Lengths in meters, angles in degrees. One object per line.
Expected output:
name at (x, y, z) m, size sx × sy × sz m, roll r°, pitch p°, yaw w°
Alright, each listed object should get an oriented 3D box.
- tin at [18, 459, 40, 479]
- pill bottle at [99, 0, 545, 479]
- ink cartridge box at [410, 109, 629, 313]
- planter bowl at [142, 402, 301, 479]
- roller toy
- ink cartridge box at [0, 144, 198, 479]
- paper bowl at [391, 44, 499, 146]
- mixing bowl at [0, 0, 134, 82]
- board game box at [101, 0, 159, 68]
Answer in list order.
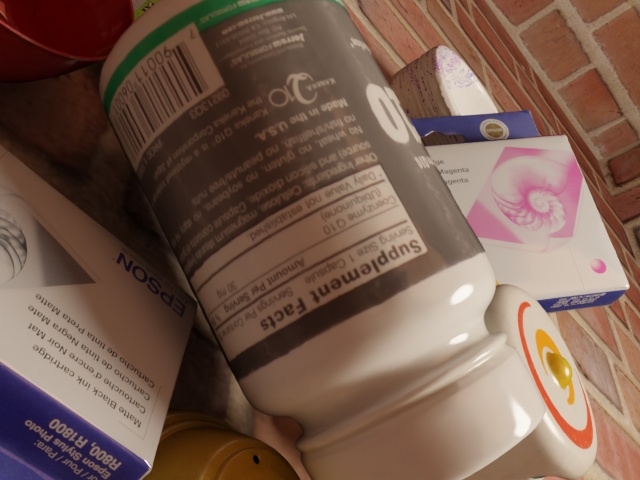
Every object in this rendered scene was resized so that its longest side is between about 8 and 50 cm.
tin at (-0.193, 0.181, 0.336) m, size 0.106 × 0.040 × 0.189 m, roll 43°, pitch 32°, yaw -36°
pill bottle at (0.000, 0.000, 0.525) m, size 0.204 × 0.204 × 0.361 m, roll -13°, pitch 73°, yaw -61°
ink cartridge box at (0.191, -0.054, 0.923) m, size 0.324 × 0.071 × 0.330 m, roll -7°, pitch 62°, yaw -11°
planter bowl at (-0.065, 0.199, 0.466) m, size 0.217 × 0.090 × 0.217 m, roll 39°, pitch 36°, yaw -35°
roller toy at (0.174, 0.145, 0.685) m, size 0.191 × 0.146 × 0.209 m, roll 52°, pitch 29°, yaw -18°
ink cartridge box at (-0.183, 0.047, 0.412) m, size 0.223 × 0.045 × 0.224 m, roll 42°, pitch 24°, yaw -22°
paper bowl at (0.215, -0.172, 1.192) m, size 0.284 × 0.148 × 0.284 m, roll 39°, pitch 34°, yaw -34°
mixing bowl at (-0.243, -0.188, 0.524) m, size 0.181 × 0.098 × 0.181 m, roll 40°, pitch 34°, yaw -35°
board game box at (-0.122, -0.210, 0.683) m, size 0.092 × 0.043 × 0.181 m, roll 21°, pitch 54°, yaw 14°
